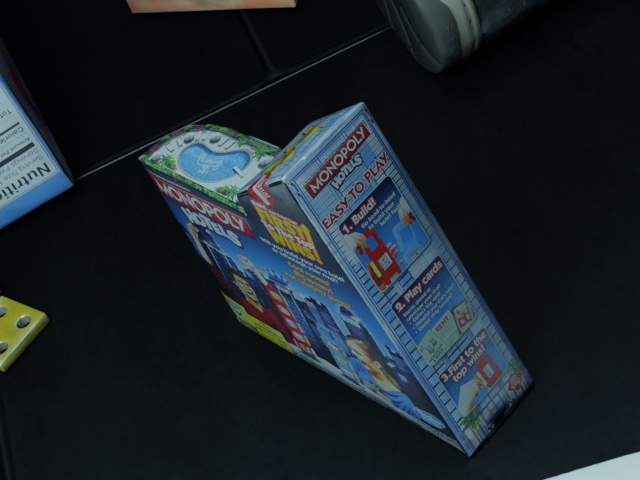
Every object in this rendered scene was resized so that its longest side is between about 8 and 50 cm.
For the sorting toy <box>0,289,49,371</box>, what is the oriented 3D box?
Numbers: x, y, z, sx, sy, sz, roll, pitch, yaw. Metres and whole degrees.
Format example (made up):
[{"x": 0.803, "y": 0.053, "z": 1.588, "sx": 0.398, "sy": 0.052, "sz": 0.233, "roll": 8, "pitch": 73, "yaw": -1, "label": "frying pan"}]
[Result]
[{"x": -0.311, "y": 0.097, "z": 0.890, "sx": 0.274, "sy": 0.046, "sz": 0.132, "roll": -34, "pitch": 43, "yaw": -9, "label": "sorting toy"}]

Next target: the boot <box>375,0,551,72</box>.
[{"x": 0.121, "y": -0.326, "z": 0.974, "sx": 0.284, "sy": 0.138, "sz": 0.377, "roll": -24, "pitch": 66, "yaw": -1, "label": "boot"}]

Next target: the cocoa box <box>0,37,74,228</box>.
[{"x": -0.368, "y": -0.144, "z": 1.017, "sx": 0.231, "sy": 0.228, "sz": 0.347, "roll": -32, "pitch": 43, "yaw": -4, "label": "cocoa box"}]

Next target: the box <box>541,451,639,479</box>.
[{"x": 0.086, "y": 0.205, "z": 0.540, "sx": 0.182, "sy": 0.119, "sz": 0.181, "roll": -18, "pitch": 43, "yaw": 8, "label": "box"}]

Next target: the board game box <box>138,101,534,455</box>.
[{"x": 0.000, "y": 0.000, "z": 0.726, "sx": 0.194, "sy": 0.194, "sz": 0.060, "roll": 26, "pitch": 64, "yaw": 40, "label": "board game box"}]

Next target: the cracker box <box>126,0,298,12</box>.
[{"x": -0.057, "y": -0.285, "z": 1.124, "sx": 0.155, "sy": 0.067, "sz": 0.232, "roll": 3, "pitch": 51, "yaw": 28, "label": "cracker box"}]
